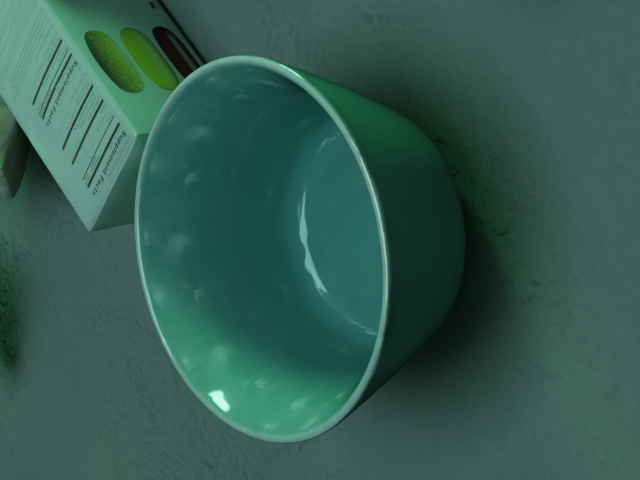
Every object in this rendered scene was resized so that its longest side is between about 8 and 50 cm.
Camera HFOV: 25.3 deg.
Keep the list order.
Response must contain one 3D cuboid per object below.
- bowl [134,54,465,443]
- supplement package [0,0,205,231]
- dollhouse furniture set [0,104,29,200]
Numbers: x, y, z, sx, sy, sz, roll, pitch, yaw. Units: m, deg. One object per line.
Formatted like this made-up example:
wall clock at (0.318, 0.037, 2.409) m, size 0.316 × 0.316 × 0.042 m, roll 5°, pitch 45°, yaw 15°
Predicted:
bowl at (0.000, 0.000, 1.190) m, size 0.312 × 0.163 × 0.311 m, roll 10°, pitch 104°, yaw 45°
supplement package at (-0.207, -0.147, 1.402) m, size 0.244 × 0.139 × 0.134 m, roll 53°, pitch 132°, yaw 24°
dollhouse furniture set at (-0.418, -0.019, 1.700) m, size 0.286 × 0.198 × 0.303 m, roll -91°, pitch -6°, yaw -52°
